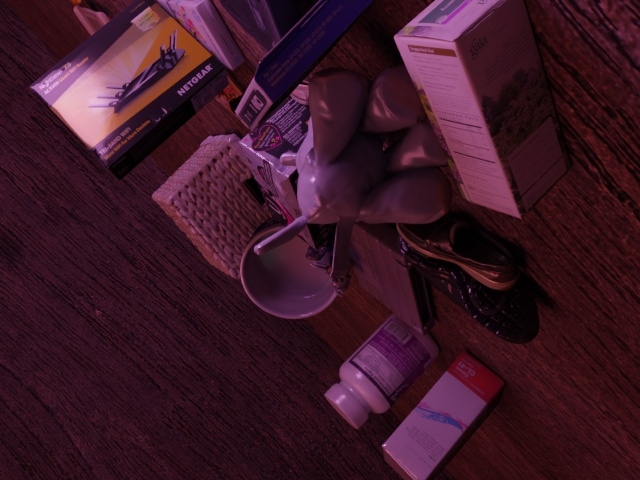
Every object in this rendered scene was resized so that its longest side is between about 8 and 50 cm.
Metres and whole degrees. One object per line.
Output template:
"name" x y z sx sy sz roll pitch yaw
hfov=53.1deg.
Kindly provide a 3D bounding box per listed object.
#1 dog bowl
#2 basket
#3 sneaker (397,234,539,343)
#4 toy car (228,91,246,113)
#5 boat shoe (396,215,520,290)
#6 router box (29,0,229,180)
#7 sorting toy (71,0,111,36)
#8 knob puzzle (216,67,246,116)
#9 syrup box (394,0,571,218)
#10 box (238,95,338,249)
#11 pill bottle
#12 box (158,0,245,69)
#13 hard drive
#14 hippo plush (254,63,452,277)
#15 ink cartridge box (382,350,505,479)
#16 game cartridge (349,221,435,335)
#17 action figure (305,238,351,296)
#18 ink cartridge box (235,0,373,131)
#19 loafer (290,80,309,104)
"dog bowl" -0.072 0.065 1.667 0.265 0.264 0.104 51 -163 -16
"basket" -0.278 -0.100 1.848 0.328 0.266 0.331 51 167 -20
"sneaker" 0.259 0.072 1.096 0.286 0.109 0.130 46 178 33
"toy car" -0.142 -0.270 1.396 0.122 0.060 0.040 48 -176 7
"boat shoe" 0.219 -0.003 1.025 0.223 0.080 0.073 33 156 29
"router box" -0.381 -0.314 1.296 0.243 0.309 0.081 44 170 10
"sorting toy" -0.639 -0.625 1.922 0.196 0.047 0.348 28 157 43
"knob puzzle" -0.223 -0.340 1.497 0.213 0.030 0.213 43 166 13
"syrup box" 0.181 -0.146 0.693 0.096 0.093 0.237 29 158 52
"box" -0.028 -0.129 1.217 0.142 0.163 0.247 37 163 29
"pill bottle" 0.158 0.345 1.692 0.169 0.301 0.169 44 166 14
"box" -0.242 -0.427 1.298 0.186 0.038 0.145 30 159 47
"hard drive" -0.103 -0.368 0.934 0.255 0.054 0.172 50 171 38
"hippo plush" 0.061 -0.107 0.934 0.234 0.294 0.236 18 -171 -6
"ink cartridge box" 0.296 0.444 1.546 0.131 0.306 0.226 40 164 24
"game cartridge" 0.147 0.059 1.447 0.230 0.068 0.355 43 166 34
"action figure" 0.000 0.000 1.489 0.185 0.099 0.285 -159 47 -84
"ink cartridge box" -0.013 -0.239 0.783 0.045 0.206 0.208 43 168 -8
"loafer" -0.056 -0.284 1.143 0.125 0.045 0.039 33 144 26
